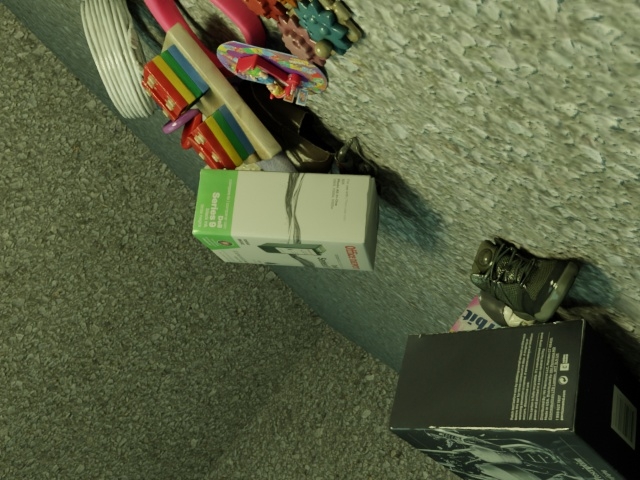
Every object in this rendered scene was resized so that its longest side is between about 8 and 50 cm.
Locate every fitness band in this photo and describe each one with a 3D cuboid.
[{"bbox_3d":[-0.189,-0.351,1.111,0.209,0.054,0.291,44,168,-20],"label":"fitness band"}]

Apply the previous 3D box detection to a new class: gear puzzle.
[{"bbox_3d":[-0.100,-0.339,0.853,0.339,0.044,0.175,43,170,-16],"label":"gear puzzle"}]

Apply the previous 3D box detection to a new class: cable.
[{"bbox_3d":[-0.395,-0.364,1.411,0.257,0.089,0.257,86,163,-60],"label":"cable"}]

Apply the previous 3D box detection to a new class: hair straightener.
[{"bbox_3d":[0.076,-0.113,1.243,0.089,0.047,0.230,14,158,11],"label":"hair straightener"}]

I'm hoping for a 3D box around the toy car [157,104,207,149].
[{"bbox_3d":[-0.281,-0.272,1.545,0.182,0.136,0.159,44,170,-22],"label":"toy car"}]

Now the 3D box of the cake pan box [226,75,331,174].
[{"bbox_3d":[-0.089,-0.186,1.418,0.246,0.070,0.267,41,170,11],"label":"cake pan box"}]

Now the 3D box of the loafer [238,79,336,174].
[{"bbox_3d":[-0.048,-0.203,1.218,0.220,0.078,0.080,48,-145,-2],"label":"loafer"}]

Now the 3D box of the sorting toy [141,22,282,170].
[{"bbox_3d":[-0.206,-0.222,1.239,0.255,0.089,0.257,50,170,-13],"label":"sorting toy"}]

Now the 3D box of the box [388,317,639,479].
[{"bbox_3d":[0.345,0.295,1.167,0.313,0.178,0.343,-12,139,42],"label":"box"}]

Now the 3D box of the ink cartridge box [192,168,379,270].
[{"bbox_3d":[-0.049,-0.032,1.236,0.289,0.121,0.211,3,165,10],"label":"ink cartridge box"}]

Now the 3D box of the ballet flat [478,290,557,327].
[{"bbox_3d":[0.356,0.138,1.183,0.203,0.074,0.074,36,171,-11],"label":"ballet flat"}]

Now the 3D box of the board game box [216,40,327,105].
[{"bbox_3d":[-0.075,-0.238,1.041,0.169,0.033,0.133,14,171,3],"label":"board game box"}]

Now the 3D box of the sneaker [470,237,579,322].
[{"bbox_3d":[0.284,0.052,1.020,0.130,0.087,0.227,33,175,5],"label":"sneaker"}]

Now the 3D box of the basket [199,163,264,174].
[{"bbox_3d":[-0.179,-0.154,1.612,0.113,0.167,0.103,37,165,17],"label":"basket"}]

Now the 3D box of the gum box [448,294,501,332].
[{"bbox_3d":[0.342,0.195,1.367,0.188,0.107,0.062,31,167,43],"label":"gum box"}]
